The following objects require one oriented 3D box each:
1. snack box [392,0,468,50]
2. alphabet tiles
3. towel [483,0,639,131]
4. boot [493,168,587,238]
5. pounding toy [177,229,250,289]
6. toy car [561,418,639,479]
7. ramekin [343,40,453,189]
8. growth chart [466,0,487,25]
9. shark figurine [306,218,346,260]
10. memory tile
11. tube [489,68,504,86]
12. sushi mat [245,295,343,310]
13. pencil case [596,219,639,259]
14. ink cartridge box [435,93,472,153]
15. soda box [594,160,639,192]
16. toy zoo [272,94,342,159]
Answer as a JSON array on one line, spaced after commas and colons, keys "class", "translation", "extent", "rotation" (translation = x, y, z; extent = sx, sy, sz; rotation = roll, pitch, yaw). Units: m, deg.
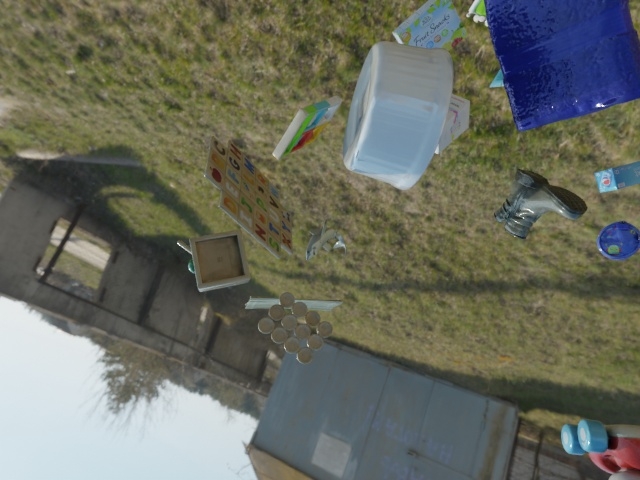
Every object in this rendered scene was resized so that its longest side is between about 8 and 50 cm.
[{"class": "snack box", "translation": [0.387, -0.732, 1.511], "extent": [0.174, 0.207, 0.070], "rotation": [44, -165, -35]}, {"class": "alphabet tiles", "translation": [-0.180, -0.116, 1.153], "extent": [0.011, 0.285, 0.342], "rotation": [-28, 131, 20]}, {"class": "towel", "translation": [0.424, -0.370, 0.758], "extent": [0.227, 0.076, 0.309], "rotation": [-5, 111, 54]}, {"class": "boot", "translation": [0.551, -0.069, 1.088], "extent": [0.083, 0.161, 0.247], "rotation": [7, -153, -15]}, {"class": "pounding toy", "translation": [-0.239, 0.041, 0.944], "extent": [0.141, 0.130, 0.100], "rotation": [-10, 171, -15]}, {"class": "toy car", "translation": [0.726, 0.567, 1.008], "extent": [0.218, 0.238, 0.210], "rotation": [4, 152, 9]}, {"class": "ramekin", "translation": [0.138, -0.250, 0.848], "extent": [0.135, 0.278, 0.277], "rotation": [11, 161, -8]}, {"class": "growth chart", "translation": [0.707, -0.899, 1.660], "extent": [0.237, 0.021, 0.172], "rotation": [21, 153, 4]}, {"class": "shark figurine", "translation": [0.016, -0.018, 1.730], "extent": [0.116, 0.167, 0.278], "rotation": [15, -169, 32]}, {"class": "memory tile", "translation": [-0.055, 0.197, 0.970], "extent": [0.148, 0.113, 0.012], "rotation": [37, 161, 5]}, {"class": "tube", "translation": [0.633, -0.581, 1.396], "extent": [0.052, 0.207, 0.080], "rotation": [43, 163, -33]}, {"class": "sushi mat", "translation": [-0.092, 0.217, 1.459], "extent": [0.316, 0.019, 0.151], "rotation": [4, 158, -13]}, {"class": "pencil case", "translation": [1.032, 0.004, 1.482], "extent": [0.119, 0.133, 0.306], "rotation": [18, -174, 33]}, {"class": "ink cartridge box", "translation": [0.322, -0.319, 1.126], "extent": [0.092, 0.143, 0.090], "rotation": [39, 164, 34]}, {"class": "soda box", "translation": [0.963, -0.206, 1.309], "extent": [0.209, 0.067, 0.071], "rotation": [-14, 179, -8]}, {"class": "toy zoo", "translation": [-0.029, -0.386, 1.428], "extent": [0.030, 0.293, 0.192], "rotation": [44, 129, 3]}]
